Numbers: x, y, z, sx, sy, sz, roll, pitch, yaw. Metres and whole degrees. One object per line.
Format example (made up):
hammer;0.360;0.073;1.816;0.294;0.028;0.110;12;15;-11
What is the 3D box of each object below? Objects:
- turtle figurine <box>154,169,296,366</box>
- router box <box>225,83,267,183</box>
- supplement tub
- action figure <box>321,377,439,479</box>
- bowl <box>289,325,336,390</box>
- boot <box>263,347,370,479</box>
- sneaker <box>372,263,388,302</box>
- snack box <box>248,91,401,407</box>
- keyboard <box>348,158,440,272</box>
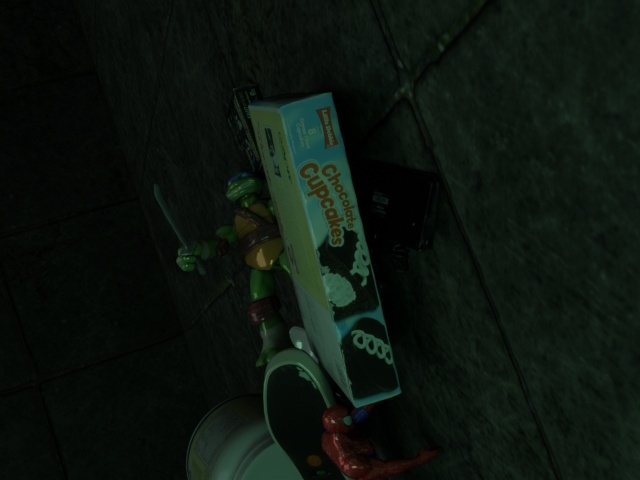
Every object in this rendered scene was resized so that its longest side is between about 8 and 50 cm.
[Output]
turtle figurine;-0.082;0.021;0.981;0.266;0.197;0.275;66;163;8
router box;-0.098;-0.155;1.106;0.122;0.038;0.092;68;161;12
supplement tub;-0.081;0.386;1.222;0.325;0.235;0.235;-8;99;70
action figure;0.096;0.271;0.894;0.091;0.139;0.280;32;158;57
bowl;-0.018;0.207;1.114;0.142;0.053;0.142;17;92;69
boot;0.003;0.213;0.982;0.176;0.088;0.244;-70;-37;-61
sneaker;0.058;0.039;0.872;0.035;0.031;0.083;-62;37;29
snack box;0.000;0.000;0.826;0.187;0.060;0.322;-145;39;-71
keyboard;0.074;-0.028;0.778;0.192;0.038;0.100;-153;72;-66
